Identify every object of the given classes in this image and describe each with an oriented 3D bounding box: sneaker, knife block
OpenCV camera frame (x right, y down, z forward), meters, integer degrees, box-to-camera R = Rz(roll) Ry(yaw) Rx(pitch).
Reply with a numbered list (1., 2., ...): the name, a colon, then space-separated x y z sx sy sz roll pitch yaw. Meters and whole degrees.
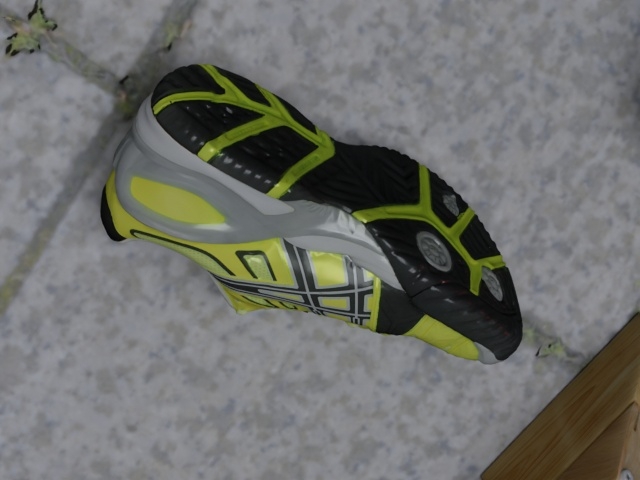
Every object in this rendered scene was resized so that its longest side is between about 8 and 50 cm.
1. sneaker: 0.000 0.000 1.251 0.384 0.145 0.147 31 125 -23
2. knife block: 0.208 0.217 1.382 0.088 0.242 0.276 44 45 -22
